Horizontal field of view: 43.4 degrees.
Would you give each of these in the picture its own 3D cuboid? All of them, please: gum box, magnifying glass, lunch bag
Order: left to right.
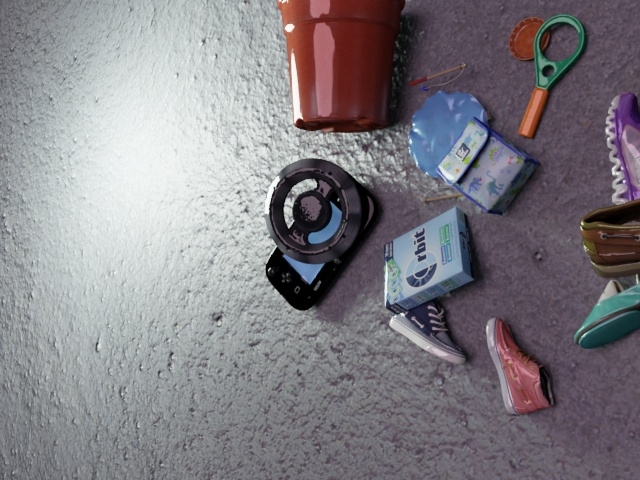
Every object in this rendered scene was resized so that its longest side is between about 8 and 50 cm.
[{"bbox_3d":[0.206,0.040,1.566,0.184,0.041,0.157,-30,42,34],"label":"gum box"},{"bbox_3d":[0.305,-0.141,1.503,0.151,0.096,0.129,44,110,28],"label":"lunch bag"},{"bbox_3d":[0.419,-0.303,1.487,0.092,0.026,0.231,24,98,30],"label":"magnifying glass"}]

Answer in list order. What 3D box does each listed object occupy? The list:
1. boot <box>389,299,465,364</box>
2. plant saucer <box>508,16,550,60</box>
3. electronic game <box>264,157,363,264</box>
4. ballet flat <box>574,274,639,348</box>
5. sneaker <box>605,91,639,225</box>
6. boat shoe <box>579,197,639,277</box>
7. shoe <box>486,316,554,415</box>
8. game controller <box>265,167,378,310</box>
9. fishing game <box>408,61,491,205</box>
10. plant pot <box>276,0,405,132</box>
[{"bbox_3d":[0.215,0.163,1.550,0.190,0.069,0.086,30,97,43],"label":"boot"},{"bbox_3d":[0.399,-0.383,1.532,0.083,0.013,0.083,-10,75,41],"label":"plant saucer"},{"bbox_3d":[-0.017,-0.063,1.732,0.229,0.048,0.229,2,95,24],"label":"electronic game"},{"bbox_3d":[0.515,0.089,1.297,0.247,0.083,0.087,-33,47,29],"label":"ballet flat"},{"bbox_3d":[0.532,-0.130,1.317,0.104,0.095,0.236,-9,81,35],"label":"sneaker"},{"bbox_3d":[0.551,-0.029,1.213,0.307,0.104,0.110,-19,28,21],"label":"boat shoe"},{"bbox_3d":[0.355,0.216,1.423,0.081,0.063,0.178,-22,73,36],"label":"shoe"},{"bbox_3d":[0.000,0.000,1.778,0.319,0.067,0.166,-56,51,20],"label":"game controller"},{"bbox_3d":[0.260,-0.212,1.608,0.189,0.041,0.264,-14,81,40],"label":"fishing game"},{"bbox_3d":[0.043,-0.370,1.699,0.272,0.272,0.265,0,89,42],"label":"plant pot"}]
